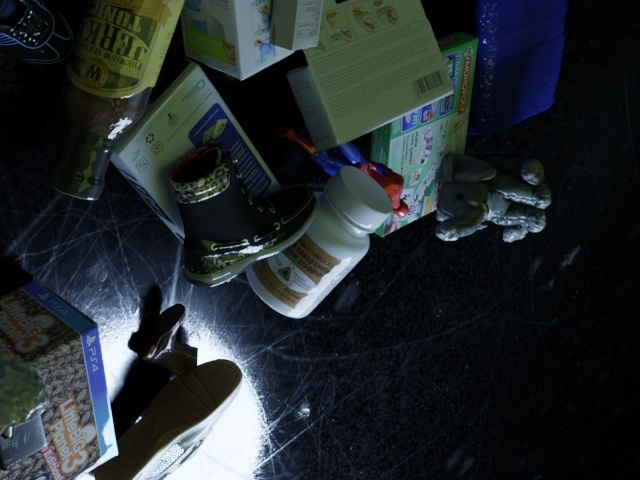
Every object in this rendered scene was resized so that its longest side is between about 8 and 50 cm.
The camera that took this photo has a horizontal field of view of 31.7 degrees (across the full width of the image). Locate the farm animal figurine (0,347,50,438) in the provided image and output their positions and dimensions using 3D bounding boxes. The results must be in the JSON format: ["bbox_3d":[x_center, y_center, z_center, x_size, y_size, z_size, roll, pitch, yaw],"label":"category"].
[{"bbox_3d":[-0.480,0.111,1.145,0.330,0.327,0.172,-27,147,-61],"label":"farm animal figurine"}]

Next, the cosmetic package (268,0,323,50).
[{"bbox_3d":[-0.028,-0.305,1.439,0.060,0.041,0.115,-21,127,-51],"label":"cosmetic package"}]

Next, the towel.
[{"bbox_3d":[0.346,-0.356,2.024,0.228,0.076,0.308,-25,131,-30],"label":"towel"}]

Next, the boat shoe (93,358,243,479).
[{"bbox_3d":[-0.225,0.299,1.754,0.277,0.098,0.096,-41,140,-11],"label":"boat shoe"}]

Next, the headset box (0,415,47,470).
[{"bbox_3d":[-0.366,0.224,1.343,0.062,0.032,0.083,-30,135,-35],"label":"headset box"}]

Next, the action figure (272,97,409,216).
[{"bbox_3d":[0.031,-0.126,1.793,0.280,0.139,0.091,38,84,-31],"label":"action figure"}]

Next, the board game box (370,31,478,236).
[{"bbox_3d":[0.174,-0.183,1.946,0.214,0.046,0.317,-26,131,-39],"label":"board game box"}]

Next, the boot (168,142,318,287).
[{"bbox_3d":[-0.104,-0.061,1.560,0.236,0.085,0.178,-35,134,-29],"label":"boot"}]

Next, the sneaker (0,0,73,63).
[{"bbox_3d":[-0.349,-0.250,1.243,0.232,0.090,0.081,26,92,-53],"label":"sneaker"}]

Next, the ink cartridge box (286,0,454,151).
[{"bbox_3d":[0.061,-0.291,1.705,0.275,0.060,0.238,-28,100,-38],"label":"ink cartridge box"}]

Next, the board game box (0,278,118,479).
[{"bbox_3d":[-0.425,0.228,1.424,0.291,0.141,0.232,-30,134,-35],"label":"board game box"}]

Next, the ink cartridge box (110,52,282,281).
[{"bbox_3d":[-0.168,-0.094,1.584,0.165,0.065,0.332,-50,141,-14],"label":"ink cartridge box"}]

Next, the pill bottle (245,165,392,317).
[{"bbox_3d":[0.000,0.000,1.723,0.131,0.131,0.229,6,133,-51],"label":"pill bottle"}]

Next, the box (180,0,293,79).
[{"bbox_3d":[-0.112,-0.330,1.450,0.103,0.114,0.203,-35,137,-35],"label":"box"}]

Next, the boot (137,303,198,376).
[{"bbox_3d":[-0.212,0.154,1.716,0.106,0.037,0.114,-49,141,5],"label":"boot"}]

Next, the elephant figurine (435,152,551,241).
[{"bbox_3d":[0.268,-0.078,1.976,0.240,0.186,0.169,-5,82,-21],"label":"elephant figurine"}]

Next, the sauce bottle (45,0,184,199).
[{"bbox_3d":[-0.246,-0.218,1.368,0.111,0.111,0.344,6,107,-51],"label":"sauce bottle"}]
